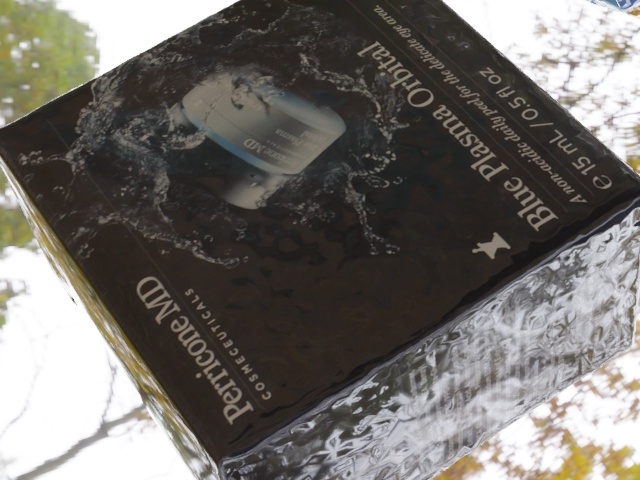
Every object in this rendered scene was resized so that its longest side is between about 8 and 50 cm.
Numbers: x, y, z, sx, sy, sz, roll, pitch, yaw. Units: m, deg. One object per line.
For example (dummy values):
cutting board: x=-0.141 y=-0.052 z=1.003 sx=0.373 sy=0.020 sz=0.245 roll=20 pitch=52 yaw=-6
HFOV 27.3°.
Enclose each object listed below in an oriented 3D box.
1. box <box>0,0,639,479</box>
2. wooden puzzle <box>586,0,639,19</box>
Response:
box: x=0.000 y=0.000 z=0.447 sx=0.158 sy=0.093 sz=0.156 roll=-32 pitch=-124 yaw=-15
wooden puzzle: x=0.261 y=-0.235 z=1.084 sx=0.221 sy=0.239 sz=0.044 roll=29 pitch=-97 yaw=40
